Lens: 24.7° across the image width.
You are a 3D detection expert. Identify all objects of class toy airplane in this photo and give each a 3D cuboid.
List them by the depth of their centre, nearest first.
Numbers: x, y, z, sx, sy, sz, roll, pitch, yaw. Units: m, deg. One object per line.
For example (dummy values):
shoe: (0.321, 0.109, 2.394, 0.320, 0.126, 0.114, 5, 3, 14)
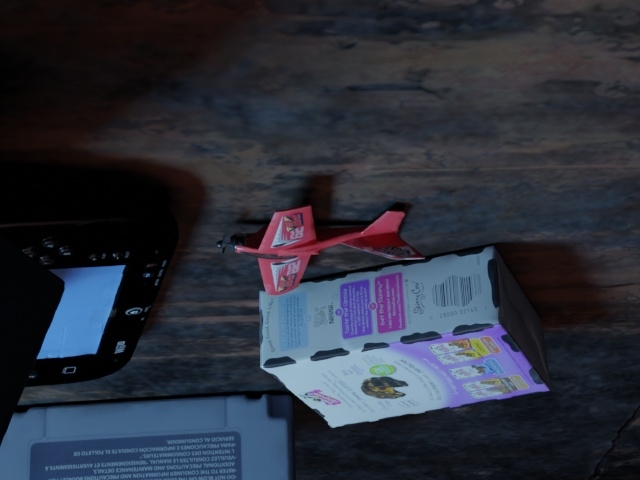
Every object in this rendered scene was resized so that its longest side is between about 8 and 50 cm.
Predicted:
toy airplane: (0.000, 0.000, 1.057, 0.151, 0.028, 0.151, -2, 156, -1)

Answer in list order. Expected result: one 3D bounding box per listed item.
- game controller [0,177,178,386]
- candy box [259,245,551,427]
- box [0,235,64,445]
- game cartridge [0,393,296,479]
game controller: (-0.207, 0.045, 1.092, 0.166, 0.067, 0.319, 5, 154, -14)
candy box: (0.070, 0.083, 1.185, 0.196, 0.070, 0.165, -11, 153, 17)
box: (-0.383, 0.055, 0.808, 0.343, 0.179, 0.312, 38, 129, -22)
game cartridge: (-0.168, 0.248, 1.363, 0.294, 0.196, 0.060, -3, 153, 4)
